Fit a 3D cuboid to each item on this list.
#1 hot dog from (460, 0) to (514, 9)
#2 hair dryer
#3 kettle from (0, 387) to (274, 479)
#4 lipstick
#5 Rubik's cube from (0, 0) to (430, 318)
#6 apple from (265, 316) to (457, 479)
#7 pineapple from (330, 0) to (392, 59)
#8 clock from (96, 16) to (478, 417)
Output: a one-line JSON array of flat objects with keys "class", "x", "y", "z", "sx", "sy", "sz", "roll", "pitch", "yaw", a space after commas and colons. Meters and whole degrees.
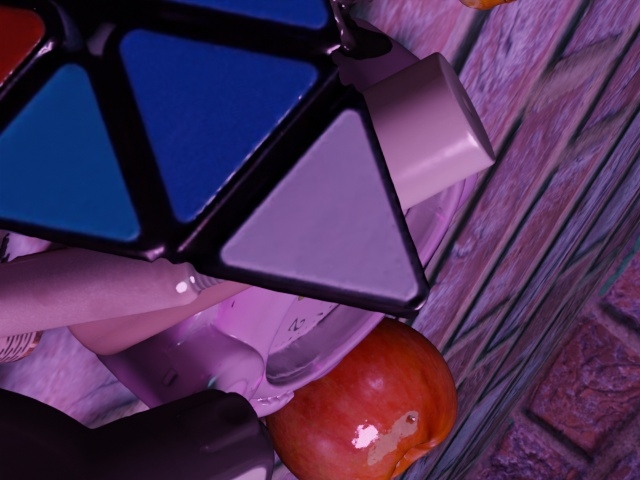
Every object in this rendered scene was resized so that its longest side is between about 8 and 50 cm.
[{"class": "hot dog", "x": 0.209, "y": -0.276, "z": 0.857, "sx": 0.286, "sy": 0.061, "sz": 0.088, "roll": -46, "pitch": 149, "yaw": -15}, {"class": "hair dryer", "x": -0.134, "y": 0.027, "z": 0.484, "sx": 0.220, "sy": 0.053, "sz": 0.195, "roll": -9, "pitch": 175, "yaw": 25}, {"class": "kettle", "x": -0.189, "y": 0.267, "z": 0.672, "sx": 0.361, "sy": 0.250, "sz": 0.376, "roll": -15, "pitch": 140, "yaw": -36}, {"class": "lipstick", "x": -0.031, "y": -0.016, "z": 0.627, "sx": 0.254, "sy": 0.070, "sz": 0.070, "roll": -27, "pitch": 166, "yaw": 16}, {"class": "Rubik's cube", "x": -0.107, "y": -0.131, "z": 0.430, "sx": 0.250, "sy": 0.284, "sz": 0.234, "roll": 3, "pitch": 110, "yaw": -26}, {"class": "apple", "x": 0.044, "y": 0.175, "z": 1.169, "sx": 0.209, "sy": 0.164, "sz": 0.209, "roll": -40, "pitch": 159, "yaw": -19}, {"class": "pineapple", "x": -0.001, "y": -0.147, "z": 0.573, "sx": 0.119, "sy": 0.111, "sz": 0.237, "roll": 12, "pitch": 135, "yaw": -21}, {"class": "clock", "x": 0.000, "y": 0.000, "z": 0.825, "sx": 0.295, "sy": 0.113, "sz": 0.322, "roll": -53, "pitch": 162, "yaw": 7}]
